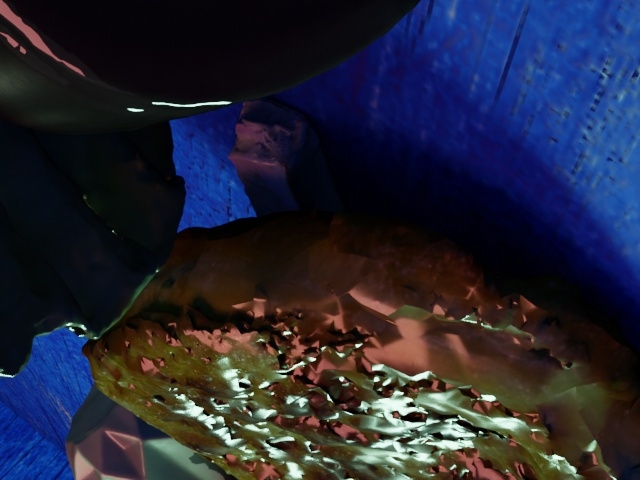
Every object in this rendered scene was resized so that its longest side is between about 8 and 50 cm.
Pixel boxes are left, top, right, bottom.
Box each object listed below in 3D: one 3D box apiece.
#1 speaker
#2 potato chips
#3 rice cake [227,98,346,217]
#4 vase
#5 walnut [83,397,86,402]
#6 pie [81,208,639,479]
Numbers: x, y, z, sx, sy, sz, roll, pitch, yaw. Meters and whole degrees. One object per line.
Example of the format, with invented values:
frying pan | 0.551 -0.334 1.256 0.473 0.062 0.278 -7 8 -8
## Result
speaker | -0.172 -0.157 0.551 0.388 0.184 0.180 44 164 -18
potato chips | -0.244 -0.108 0.696 0.389 0.097 0.373 46 -163 33
rice cake | 0.000 0.000 0.866 0.043 0.034 0.211 21 157 27
vase | -0.038 0.230 1.399 0.360 0.165 0.165 40 165 -17
walnut | -0.152 0.247 1.720 0.245 0.137 0.137 48 164 0
pie | 0.027 0.083 0.835 0.288 0.103 0.355 33 156 -16
